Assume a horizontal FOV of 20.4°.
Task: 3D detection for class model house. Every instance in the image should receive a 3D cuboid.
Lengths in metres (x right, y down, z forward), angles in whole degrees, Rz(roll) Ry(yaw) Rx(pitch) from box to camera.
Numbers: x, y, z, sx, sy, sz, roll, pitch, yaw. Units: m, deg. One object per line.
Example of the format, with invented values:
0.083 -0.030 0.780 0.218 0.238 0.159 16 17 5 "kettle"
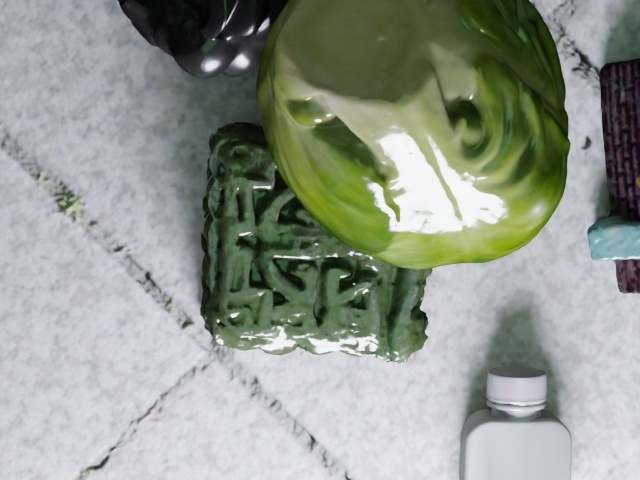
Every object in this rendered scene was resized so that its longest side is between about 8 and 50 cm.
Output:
0.392 -0.083 1.865 0.248 0.230 0.281 -5 95 20 "model house"

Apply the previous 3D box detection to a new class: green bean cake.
0.000 0.000 1.868 0.255 0.132 0.241 5 93 -5 "green bean cake"

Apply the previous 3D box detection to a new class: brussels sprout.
0.079 -0.131 1.651 0.281 0.354 0.289 -9 71 16 "brussels sprout"

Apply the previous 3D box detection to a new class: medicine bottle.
0.212 0.233 1.940 0.119 0.069 0.183 0 98 -4 "medicine bottle"

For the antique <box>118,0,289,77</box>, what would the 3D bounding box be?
-0.084 -0.322 1.758 0.322 0.185 0.255 -37 80 22 "antique"
